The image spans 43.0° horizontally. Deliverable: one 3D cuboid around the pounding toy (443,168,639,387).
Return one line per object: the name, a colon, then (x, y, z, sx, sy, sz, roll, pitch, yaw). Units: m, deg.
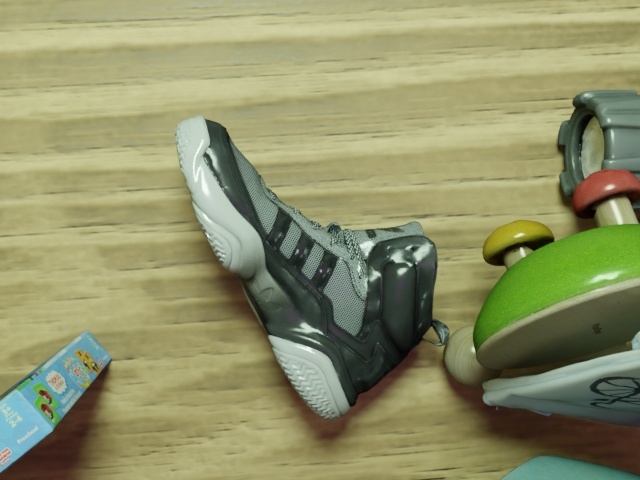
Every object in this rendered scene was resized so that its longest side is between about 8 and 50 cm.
pounding toy: (0.187, 0.025, 0.626, 0.183, 0.237, 0.110, -10, 67, -10)

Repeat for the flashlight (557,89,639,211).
flashlight: (0.360, -0.076, 0.677, 0.304, 0.103, 0.103, 0, 114, -6)

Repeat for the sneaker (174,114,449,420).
sneaker: (0.000, 0.000, 0.652, 0.153, 0.101, 0.268, -29, 101, -4)

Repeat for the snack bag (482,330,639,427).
snack bag: (0.336, 0.100, 0.560, 0.323, 0.342, 0.037, 12, 68, -18)

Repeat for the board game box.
board game box: (-0.239, 0.143, 0.579, 0.160, 0.211, 0.039, -39, 95, -2)

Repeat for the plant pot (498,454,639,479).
plant pot: (0.192, 0.284, 0.619, 0.290, 0.290, 0.195, -42, 60, -2)
